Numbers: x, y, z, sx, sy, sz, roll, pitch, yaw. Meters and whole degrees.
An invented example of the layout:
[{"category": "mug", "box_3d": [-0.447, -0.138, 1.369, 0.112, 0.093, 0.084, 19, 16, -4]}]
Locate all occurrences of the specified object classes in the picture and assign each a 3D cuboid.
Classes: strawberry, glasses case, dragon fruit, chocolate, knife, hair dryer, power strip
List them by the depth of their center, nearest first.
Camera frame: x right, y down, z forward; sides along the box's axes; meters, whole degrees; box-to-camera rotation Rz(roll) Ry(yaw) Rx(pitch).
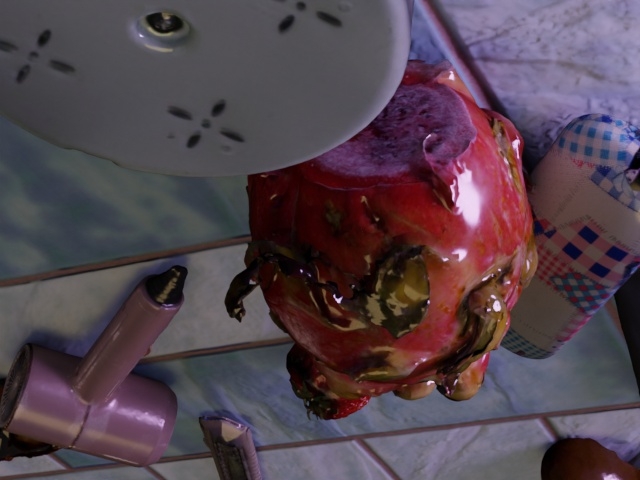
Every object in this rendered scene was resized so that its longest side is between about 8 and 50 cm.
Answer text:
[{"category": "power strip", "box_3d": [-0.091, -0.206, 1.050, 0.357, 0.161, 0.357, 4, 147, 3]}, {"category": "dragon fruit", "box_3d": [0.058, 0.016, 1.271, 0.250, 0.269, 0.291, -2, 132, 3]}, {"category": "glasses case", "box_3d": [0.217, 0.005, 1.374, 0.125, 0.076, 0.327, 40, 146, 8]}, {"category": "strawberry", "box_3d": [0.016, 0.138, 1.643, 0.106, 0.106, 0.106, 5, 148, 3]}, {"category": "hair dryer", "box_3d": [-0.207, 0.129, 1.668, 0.189, 0.107, 0.344, 20, 139, -20]}, {"category": "chocolate", "box_3d": [0.323, 0.295, 1.833, 0.133, 0.127, 0.124, 25, 114, -6]}, {"category": "knife", "box_3d": [-0.111, 0.319, 1.988, 0.089, 0.043, 0.365, 2, 147, 5]}]

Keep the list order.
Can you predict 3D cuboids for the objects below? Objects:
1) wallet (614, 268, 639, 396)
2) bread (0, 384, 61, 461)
[{"category": "wallet", "box_3d": [0.377, 0.087, 1.547, 0.146, 0.030, 0.285, -3, 145, 20]}, {"category": "bread", "box_3d": [-0.435, 0.217, 1.848, 0.269, 0.095, 0.139, -10, 133, -1]}]
